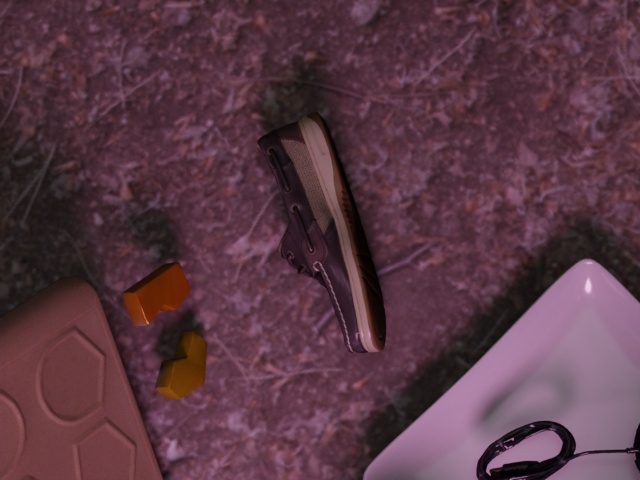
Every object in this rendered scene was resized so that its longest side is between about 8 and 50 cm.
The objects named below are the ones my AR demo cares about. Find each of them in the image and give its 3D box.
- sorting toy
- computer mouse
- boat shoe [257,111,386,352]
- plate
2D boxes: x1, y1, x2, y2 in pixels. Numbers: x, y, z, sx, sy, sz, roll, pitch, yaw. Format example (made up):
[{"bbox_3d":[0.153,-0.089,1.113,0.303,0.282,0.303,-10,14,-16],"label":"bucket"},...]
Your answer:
[{"bbox_3d":[-0.200,0.152,1.536,0.041,0.307,0.229,-7,110,42],"label":"sorting toy"},{"bbox_3d":[0.248,0.178,1.520,0.242,0.041,0.071,-5,70,12],"label":"computer mouse"},{"bbox_3d":[0.000,-0.001,1.609,0.073,0.080,0.224,-18,72,8],"label":"boat shoe"},{"bbox_3d":[0.224,0.204,1.555,0.278,0.045,0.277,-44,78,-3],"label":"plate"}]
